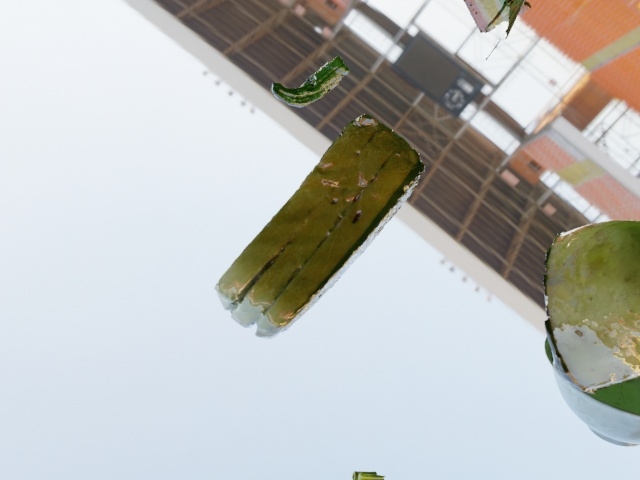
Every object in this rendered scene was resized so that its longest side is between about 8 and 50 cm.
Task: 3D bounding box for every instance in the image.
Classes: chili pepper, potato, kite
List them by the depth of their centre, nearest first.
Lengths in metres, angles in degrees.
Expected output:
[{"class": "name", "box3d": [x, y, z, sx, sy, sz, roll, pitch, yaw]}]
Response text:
[{"class": "kite", "box3d": [0.290, -0.372, 1.196, 0.010, 0.160, 0.183, 32, 164, 20]}, {"class": "potato", "box3d": [0.471, 0.083, 1.206, 0.243, 0.242, 0.285, 37, -136, -3]}, {"class": "chili pepper", "box3d": [-0.022, -0.335, 1.701, 0.182, 0.073, 0.050, -29, -116, -19]}]

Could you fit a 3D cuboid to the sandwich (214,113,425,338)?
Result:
[{"class": "sandwich", "box3d": [-0.001, -0.001, 0.887, 0.095, 0.249, 0.273, 40, 179, 3]}]

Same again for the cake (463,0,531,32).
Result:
[{"class": "cake", "box3d": [0.315, -0.518, 1.527, 0.225, 0.110, 0.090, 47, -147, -40]}]

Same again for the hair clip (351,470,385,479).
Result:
[{"class": "hair clip", "box3d": [0.068, 0.477, 1.332, 0.072, 0.173, 0.046, 7, 173, -16]}]

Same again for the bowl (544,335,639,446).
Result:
[{"class": "bowl", "box3d": [0.547, 0.277, 1.416, 0.314, 0.146, 0.313, 3, -155, -1]}]
